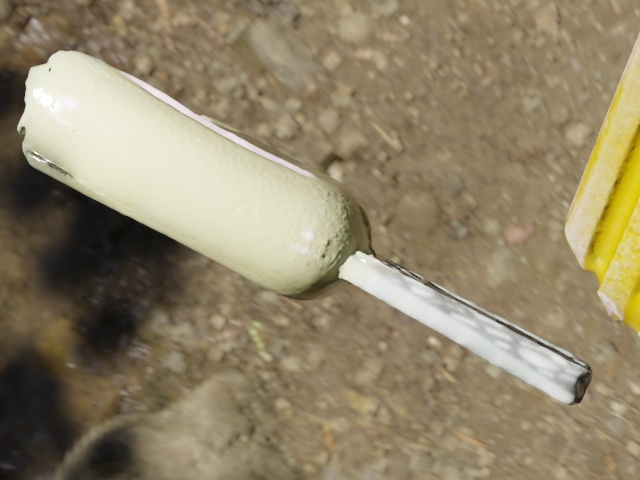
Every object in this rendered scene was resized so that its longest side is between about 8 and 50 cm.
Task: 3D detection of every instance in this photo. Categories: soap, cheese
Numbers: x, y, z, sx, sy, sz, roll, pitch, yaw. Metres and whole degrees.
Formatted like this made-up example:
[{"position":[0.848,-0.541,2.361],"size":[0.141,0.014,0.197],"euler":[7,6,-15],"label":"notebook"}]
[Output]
[{"position":[0.240,-0.033,1.173],"size":[0.140,0.232,0.073],"euler":[34,48,18],"label":"soap"},{"position":[0.000,0.001,0.732],"size":[0.235,0.127,0.049],"euler":[28,92,7],"label":"cheese"}]
